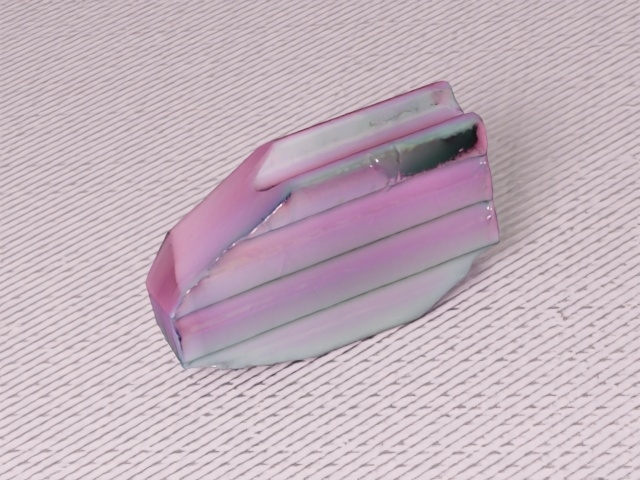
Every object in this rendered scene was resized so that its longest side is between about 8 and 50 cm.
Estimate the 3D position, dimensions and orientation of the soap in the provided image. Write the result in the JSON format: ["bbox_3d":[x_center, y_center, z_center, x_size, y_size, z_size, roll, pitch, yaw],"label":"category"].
[{"bbox_3d":[0.000,0.000,1.734,0.324,0.193,0.109,-22,36,-13],"label":"soap"}]
